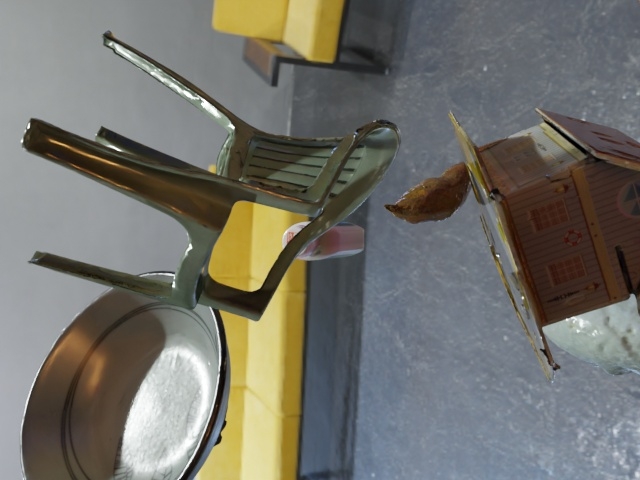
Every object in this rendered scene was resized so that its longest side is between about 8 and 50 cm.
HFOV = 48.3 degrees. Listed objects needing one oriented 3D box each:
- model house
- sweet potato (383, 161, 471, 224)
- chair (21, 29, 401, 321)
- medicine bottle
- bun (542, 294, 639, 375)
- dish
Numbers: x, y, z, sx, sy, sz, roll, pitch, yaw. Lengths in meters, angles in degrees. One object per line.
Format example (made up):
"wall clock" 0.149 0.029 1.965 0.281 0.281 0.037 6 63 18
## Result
"model house" 0.196 -0.024 0.553 0.219 0.135 0.208 -79 -33 -70
"sweet potato" 0.184 -0.069 1.014 0.068 0.226 0.068 34 139 37
"chair" -0.082 -0.046 0.616 0.203 0.274 0.191 124 166 -53
"medicine bottle" 0.000 0.000 1.452 0.115 0.219 0.078 2 92 26
"bun" 0.423 0.041 0.880 0.362 0.361 0.211 -127 20 -60
"dish" -0.211 0.196 0.861 0.316 0.106 0.317 -16 56 24
